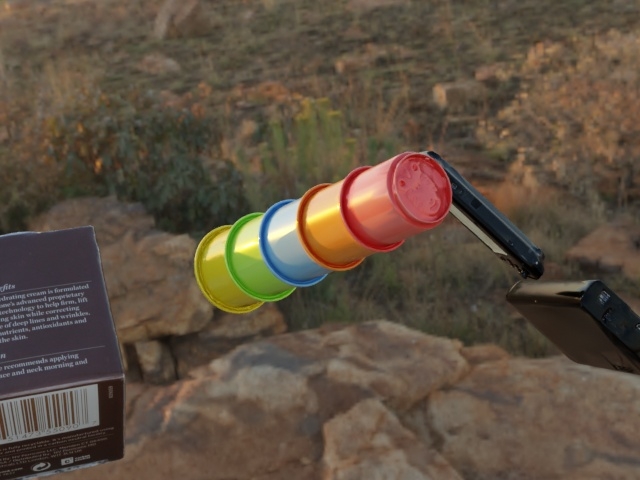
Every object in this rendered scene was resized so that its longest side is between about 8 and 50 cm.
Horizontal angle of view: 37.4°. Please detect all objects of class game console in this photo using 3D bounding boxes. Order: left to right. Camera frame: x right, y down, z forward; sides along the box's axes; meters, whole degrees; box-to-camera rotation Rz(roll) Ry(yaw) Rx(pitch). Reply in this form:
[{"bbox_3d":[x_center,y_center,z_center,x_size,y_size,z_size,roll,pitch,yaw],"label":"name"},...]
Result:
[{"bbox_3d":[0.230,0.027,1.109,0.044,0.361,0.213,-49,6,-9],"label":"game console"}]

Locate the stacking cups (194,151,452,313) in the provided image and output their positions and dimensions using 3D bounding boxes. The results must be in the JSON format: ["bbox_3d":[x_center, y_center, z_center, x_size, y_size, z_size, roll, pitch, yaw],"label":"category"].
[{"bbox_3d":[0.000,0.000,0.860,0.096,0.096,0.316,-28,6,-37],"label":"stacking cups"}]

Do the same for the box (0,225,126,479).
[{"bbox_3d":[-0.302,0.120,0.990,0.169,0.167,0.203,-8,51,-17],"label":"box"}]
